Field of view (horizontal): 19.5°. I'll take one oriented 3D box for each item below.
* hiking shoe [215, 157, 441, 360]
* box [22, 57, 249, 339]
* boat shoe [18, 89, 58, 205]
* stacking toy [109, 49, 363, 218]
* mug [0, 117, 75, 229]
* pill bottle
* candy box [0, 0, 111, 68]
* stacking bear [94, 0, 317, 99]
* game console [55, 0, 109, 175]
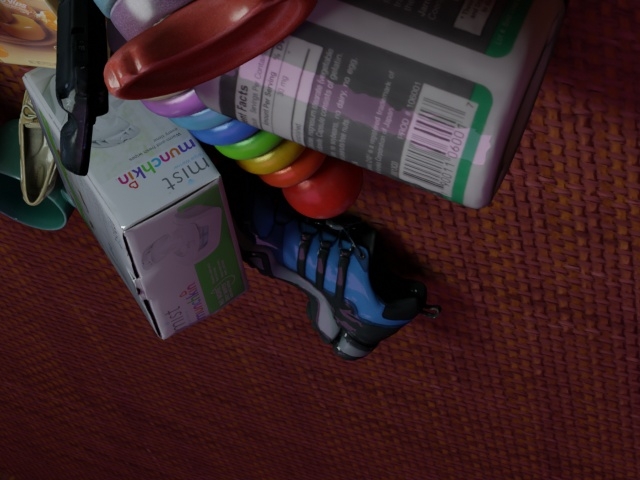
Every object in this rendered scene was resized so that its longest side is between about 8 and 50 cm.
[{"bbox_3d":[0.000,0.000,2.148,0.132,0.113,0.304,-31,118,26],"label":"hiking shoe"},{"bbox_3d":[-0.198,-0.056,2.025,0.231,0.126,0.262,54,167,27],"label":"box"},{"bbox_3d":[-0.321,-0.117,2.142,0.056,0.153,0.048,10,-162,-5],"label":"boat shoe"},{"bbox_3d":[-0.068,-0.124,1.907,0.141,0.141,0.330,4,153,38],"label":"stacking toy"},{"bbox_3d":[-0.334,-0.082,2.261,0.157,0.097,0.129,25,155,-1],"label":"mug"},{"bbox_3d":[0.012,-0.180,1.620,0.361,0.204,0.204,22,155,8],"label":"pill bottle"},{"bbox_3d":[-0.375,-0.272,1.933,0.316,0.087,0.183,10,151,31],"label":"candy box"},{"bbox_3d":[-0.139,-0.273,1.461,0.289,0.175,0.164,63,-174,5],"label":"stacking bear"},{"bbox_3d":[-0.210,-0.175,1.651,0.044,0.361,0.213,-3,125,-4],"label":"game console"}]
